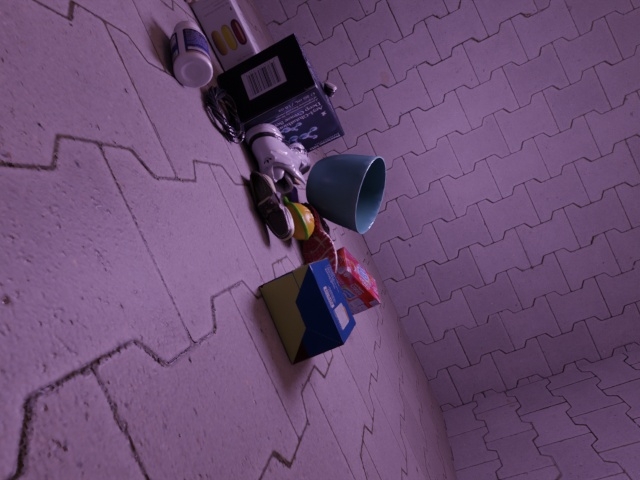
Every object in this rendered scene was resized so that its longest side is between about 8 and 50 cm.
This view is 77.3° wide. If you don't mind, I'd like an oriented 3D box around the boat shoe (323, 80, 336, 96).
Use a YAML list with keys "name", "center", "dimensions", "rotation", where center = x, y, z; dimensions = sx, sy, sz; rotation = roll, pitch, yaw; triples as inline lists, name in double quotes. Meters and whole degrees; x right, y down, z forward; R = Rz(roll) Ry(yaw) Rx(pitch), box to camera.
- name: "boat shoe"
  center: [0.032, -0.527, 1.396]
  dimensions: [0.046, 0.038, 0.125]
  rotation: [16, 26, -16]

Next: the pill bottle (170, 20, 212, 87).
- name: "pill bottle"
  center: [-0.331, -0.480, 1.019]
  dimensions: [0.094, 0.094, 0.169]
  rotation: [46, 23, -58]

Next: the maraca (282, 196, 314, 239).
- name: "maraca"
  center: [-0.082, -0.073, 1.308]
  dimensions: [0.185, 0.099, 0.127]
  rotation: [49, -25, 49]

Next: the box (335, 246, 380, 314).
- name: "box"
  center: [0.104, 0.156, 1.494]
  dimensions: [0.257, 0.128, 0.122]
  rotation: [45, 26, -40]

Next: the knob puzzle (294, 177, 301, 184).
- name: "knob puzzle"
  center: [-0.128, -0.339, 1.718]
  dimensions: [0.213, 0.030, 0.213]
  rotation: [-23, 90, -85]

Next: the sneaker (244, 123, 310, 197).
- name: "sneaker"
  center: [-0.119, -0.244, 1.395]
  dimensions: [0.366, 0.138, 0.210]
  rotation: [22, 46, -66]

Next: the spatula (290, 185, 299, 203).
- name: "spatula"
  center: [-0.063, -0.072, 1.534]
  dimensions: [0.296, 0.030, 0.084]
  rotation: [69, 13, 11]

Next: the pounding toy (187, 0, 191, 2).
- name: "pounding toy"
  center: [-0.441, -0.928, 1.267]
  dimensions: [0.269, 0.155, 0.154]
  rotation: [57, 11, -36]

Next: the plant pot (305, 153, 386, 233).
- name: "plant pot"
  center: [0.086, -0.194, 1.521]
  dimensions: [0.293, 0.235, 0.292]
  rotation: [-47, 146, -47]

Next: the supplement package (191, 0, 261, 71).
- name: "supplement package"
  center: [-0.327, -0.746, 1.446]
  dimensions: [0.244, 0.139, 0.134]
  rotation: [62, 11, -14]

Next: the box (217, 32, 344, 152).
- name: "box"
  center: [-0.122, -0.473, 1.430]
  dimensions: [0.211, 0.294, 0.395]
  rotation: [69, 13, 13]

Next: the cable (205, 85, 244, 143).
- name: "cable"
  center: [-0.283, -0.377, 1.170]
  dimensions: [0.150, 0.047, 0.184]
  rotation: [41, 30, -53]

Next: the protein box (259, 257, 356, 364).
- name: "protein box"
  center: [-0.023, 0.164, 0.997]
  dimensions: [0.199, 0.136, 0.201]
  rotation: [66, 12, 4]

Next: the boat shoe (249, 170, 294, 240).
- name: "boat shoe"
  center: [-0.148, -0.100, 1.130]
  dimensions: [0.223, 0.080, 0.073]
  rotation: [64, 16, 20]

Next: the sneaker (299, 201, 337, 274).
- name: "sneaker"
  center: [0.000, 0.000, 1.418]
  dimensions: [0.112, 0.121, 0.299]
  rotation: [28, 38, -55]
